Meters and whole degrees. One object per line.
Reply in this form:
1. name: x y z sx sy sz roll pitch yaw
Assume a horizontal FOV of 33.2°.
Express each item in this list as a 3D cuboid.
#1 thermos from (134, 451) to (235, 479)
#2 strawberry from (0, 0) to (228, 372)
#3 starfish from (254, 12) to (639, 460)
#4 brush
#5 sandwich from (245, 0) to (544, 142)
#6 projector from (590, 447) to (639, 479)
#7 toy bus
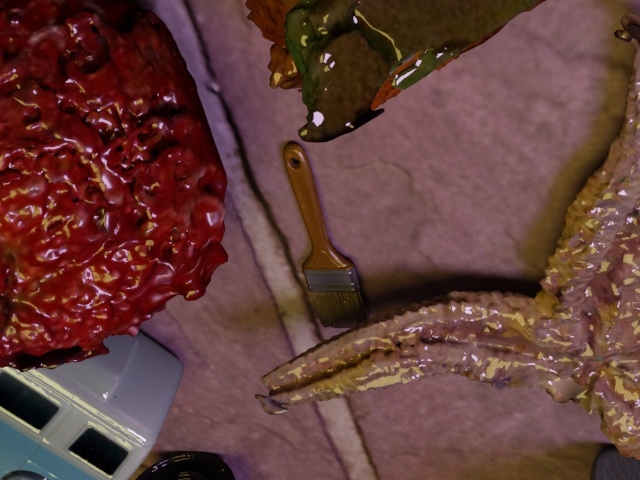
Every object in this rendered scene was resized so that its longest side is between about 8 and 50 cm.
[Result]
1. thermos: -0.083 0.354 1.067 0.110 0.136 0.330 20 138 40
2. strawberry: -0.194 -0.025 0.712 0.274 0.220 0.274 12 133 14
3. starfish: 0.209 0.072 0.717 0.398 0.132 0.383 35 124 7
4. brush: 0.000 0.000 0.802 0.043 0.014 0.169 -2 125 22
5. sandwich: 0.061 -0.147 0.536 0.109 0.292 0.212 58 164 -6
6. projector: 0.245 0.317 0.817 0.108 0.250 0.198 6 128 13
7. toy bus: -0.258 0.100 0.893 0.271 0.133 0.165 36 125 -15
